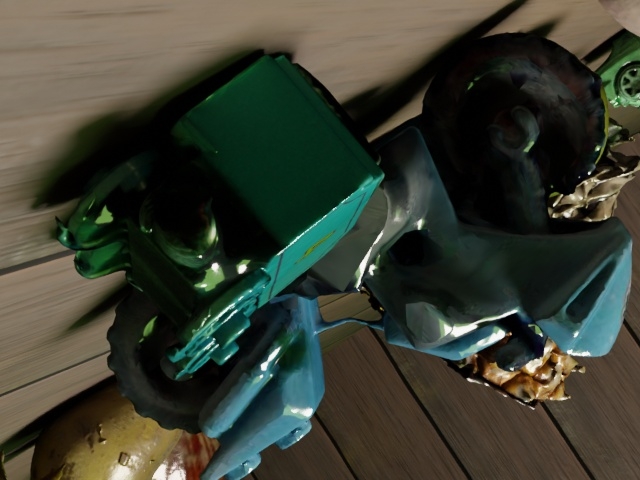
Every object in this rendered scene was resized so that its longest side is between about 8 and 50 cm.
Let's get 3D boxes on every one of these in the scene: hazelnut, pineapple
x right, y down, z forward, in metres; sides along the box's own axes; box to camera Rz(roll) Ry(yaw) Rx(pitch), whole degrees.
[{"bbox_3d":[-0.222,0.290,1.656,0.181,0.181,0.212,-2,-165,41],"label":"hazelnut"},{"bbox_3d":[0.205,-0.015,1.230,0.272,0.262,0.262,-61,165,14],"label":"pineapple"}]

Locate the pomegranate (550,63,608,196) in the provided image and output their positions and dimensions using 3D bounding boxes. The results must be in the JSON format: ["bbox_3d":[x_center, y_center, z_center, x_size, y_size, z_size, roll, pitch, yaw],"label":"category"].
[{"bbox_3d":[0.165,-0.097,0.997,0.130,0.130,0.130,-33,173,-5],"label":"pomegranate"}]

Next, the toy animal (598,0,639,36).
[{"bbox_3d":[0.219,-0.184,0.619,0.124,0.124,0.212,-29,175,-32],"label":"toy animal"}]

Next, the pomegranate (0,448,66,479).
[{"bbox_3d":[-0.288,0.260,0.936,0.256,0.221,0.221,-33,174,-46],"label":"pomegranate"}]

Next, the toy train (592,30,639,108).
[{"bbox_3d":[0.328,-0.183,1.261,0.149,0.081,0.099,-41,170,15],"label":"toy train"}]

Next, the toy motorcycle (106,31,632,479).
[{"bbox_3d":[0.049,0.042,0.893,0.416,0.232,0.172,-35,-176,12],"label":"toy motorcycle"}]

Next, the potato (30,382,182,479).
[{"bbox_3d":[-0.226,0.218,1.296,0.176,0.137,0.137,-54,-174,-34],"label":"potato"}]

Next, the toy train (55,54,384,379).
[{"bbox_3d":[-0.049,-0.010,0.661,0.154,0.107,0.198,-40,174,-14],"label":"toy train"}]
